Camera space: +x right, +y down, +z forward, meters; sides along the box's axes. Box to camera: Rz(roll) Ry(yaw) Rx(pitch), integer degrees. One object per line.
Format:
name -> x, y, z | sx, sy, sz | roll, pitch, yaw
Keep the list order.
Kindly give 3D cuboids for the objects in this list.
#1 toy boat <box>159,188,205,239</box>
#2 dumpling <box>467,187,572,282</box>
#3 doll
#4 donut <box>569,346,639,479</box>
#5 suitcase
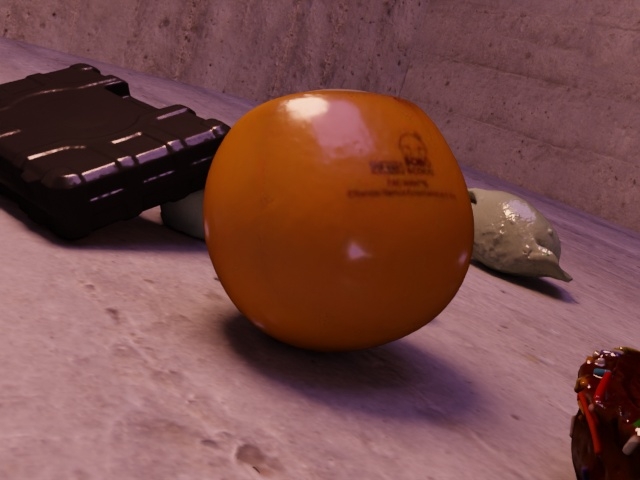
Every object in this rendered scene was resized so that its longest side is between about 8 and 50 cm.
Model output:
toy boat -> -0.104, -0.051, 0.904 | 0.134, 0.078, 0.208 | 24, 12, 17
dumpling -> 0.265, 0.006, 1.135 | 0.108, 0.152, 0.219 | -31, 48, -12
doll -> 0.000, 0.000, 0.627 | 0.213, 0.213, 0.236 | 11, -31, -26
donut -> 0.257, 0.147, 0.480 | 0.235, 0.089, 0.235 | 17, 13, -4
suitcase -> -0.247, -0.102, 0.804 | 0.286, 0.066, 0.206 | 27, 39, 37
